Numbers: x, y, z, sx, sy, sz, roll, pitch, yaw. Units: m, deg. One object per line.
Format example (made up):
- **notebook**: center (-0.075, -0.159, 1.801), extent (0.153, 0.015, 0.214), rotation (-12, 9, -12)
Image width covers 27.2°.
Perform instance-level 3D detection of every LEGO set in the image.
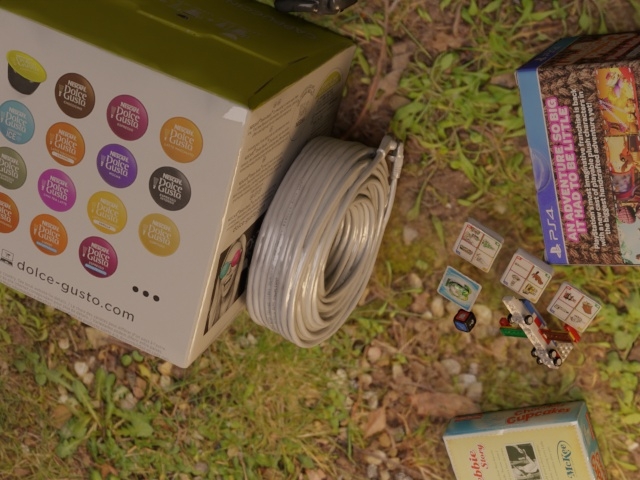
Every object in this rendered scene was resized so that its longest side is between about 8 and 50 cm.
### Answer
- **LEGO set**: center (0.236, 0.067, 1.596), extent (0.182, 0.060, 0.244), rotation (33, 153, 10)

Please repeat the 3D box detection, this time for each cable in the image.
- **cable**: center (0.000, 0.000, 1.601), extent (0.089, 0.257, 0.257), rotation (22, 120, 20)

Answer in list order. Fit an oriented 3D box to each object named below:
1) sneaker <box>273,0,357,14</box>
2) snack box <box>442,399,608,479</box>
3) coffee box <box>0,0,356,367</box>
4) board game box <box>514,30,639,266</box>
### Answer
- **sneaker**: center (0.045, -0.348, 1.532), extent (0.295, 0.104, 0.147), rotation (-10, 109, 33)
- **snack box**: center (0.297, 0.375, 1.741), extent (0.187, 0.060, 0.322), rotation (-11, 106, 26)
- **coffee box**: center (-0.199, -0.116, 1.591), extent (0.337, 0.338, 0.334), rotation (23, 118, 13)
- **board game box**: center (0.385, -0.103, 1.430), extent (0.291, 0.141, 0.232), rotation (1, 113, 33)
